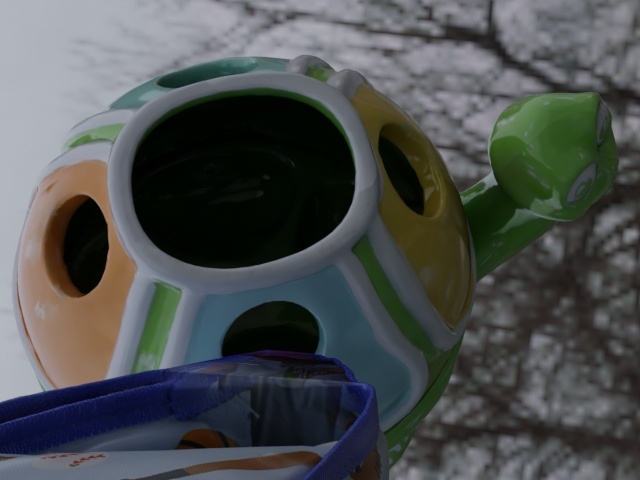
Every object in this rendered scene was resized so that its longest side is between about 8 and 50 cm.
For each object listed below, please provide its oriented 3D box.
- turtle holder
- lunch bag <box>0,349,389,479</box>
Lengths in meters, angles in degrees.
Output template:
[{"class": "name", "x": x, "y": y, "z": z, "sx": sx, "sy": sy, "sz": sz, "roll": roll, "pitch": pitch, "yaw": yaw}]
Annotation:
[{"class": "turtle holder", "x": -0.009, "y": 0.016, "z": 1.054, "sx": 0.227, "sy": 0.320, "sz": 0.243, "roll": 95, "pitch": -174, "yaw": -66}, {"class": "lunch bag", "x": -0.083, "y": 0.239, "z": 0.769, "sx": 0.385, "sy": 0.239, "sz": 0.327, "roll": -27, "pitch": -64, "yaw": -62}]
